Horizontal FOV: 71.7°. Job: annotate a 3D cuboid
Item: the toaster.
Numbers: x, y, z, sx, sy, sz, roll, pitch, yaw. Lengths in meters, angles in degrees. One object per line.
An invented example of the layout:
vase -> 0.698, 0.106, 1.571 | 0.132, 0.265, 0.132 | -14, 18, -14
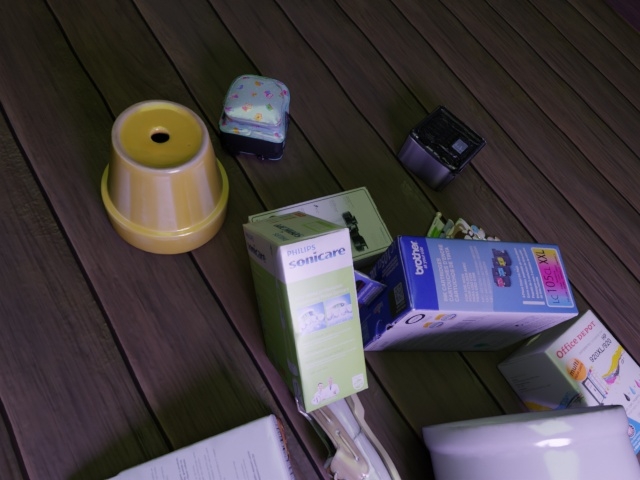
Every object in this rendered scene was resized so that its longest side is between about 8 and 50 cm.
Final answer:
toaster -> 0.315, -0.239, 1.168 | 0.168, 0.110, 0.185 | 42, 61, 9

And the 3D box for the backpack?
backpack -> -0.154, -0.309, 1.060 | 0.165, 0.144, 0.189 | 8, 59, -5

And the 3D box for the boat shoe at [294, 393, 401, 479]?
boat shoe -> 0.054, 0.385, 0.787 | 0.103, 0.113, 0.302 | -20, 60, -22

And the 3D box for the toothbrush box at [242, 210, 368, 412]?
toothbrush box -> -0.031, 0.109, 0.771 | 0.122, 0.206, 0.284 | -16, 106, -21

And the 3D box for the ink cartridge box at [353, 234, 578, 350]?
ink cartridge box -> 0.236, 0.117, 0.874 | 0.394, 0.270, 0.151 | 2, 61, -15

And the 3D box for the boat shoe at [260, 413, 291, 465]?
boat shoe -> -0.082, 0.394, 0.766 | 0.064, 0.060, 0.178 | -1, 64, -16

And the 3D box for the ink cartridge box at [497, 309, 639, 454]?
ink cartridge box -> 0.537, 0.300, 0.921 | 0.171, 0.168, 0.233 | -28, 74, -25

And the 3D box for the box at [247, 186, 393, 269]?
box -> 0.000, 0.000, 0.974 | 0.289, 0.087, 0.169 | -18, 70, -22

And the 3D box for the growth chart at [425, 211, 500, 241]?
growth chart -> 0.365, 0.024, 1.100 | 0.237, 0.021, 0.172 | 27, 61, -3

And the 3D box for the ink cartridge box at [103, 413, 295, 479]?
ink cartridge box -> -0.177, 0.484, 0.673 | 0.329, 0.071, 0.325 | -20, 69, -2

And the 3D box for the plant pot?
plant pot -> -0.305, -0.134, 0.873 | 0.253, 0.239, 0.254 | 6, 61, -12

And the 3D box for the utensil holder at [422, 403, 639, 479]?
utensil holder -> 0.361, 0.479, 0.693 | 0.327, 0.328, 0.386 | -1, 66, -16
